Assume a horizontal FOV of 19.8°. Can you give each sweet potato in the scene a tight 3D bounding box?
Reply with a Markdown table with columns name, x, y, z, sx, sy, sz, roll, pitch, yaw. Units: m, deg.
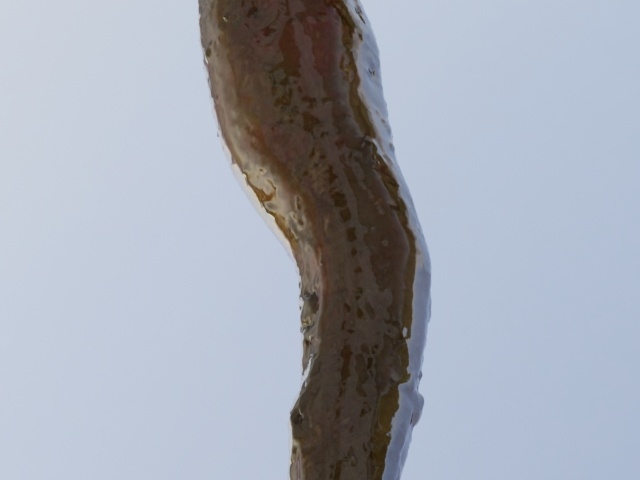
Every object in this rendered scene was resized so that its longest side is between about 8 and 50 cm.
| name | x | y | z | sx | sy | sz | roll | pitch | yaw |
| --- | --- | --- | --- | --- | --- | --- | --- | --- | --- |
| sweet potato | 0.000 | 0.000 | 0.468 | 0.050 | 0.050 | 0.214 | -21 | -122 | 17 |
